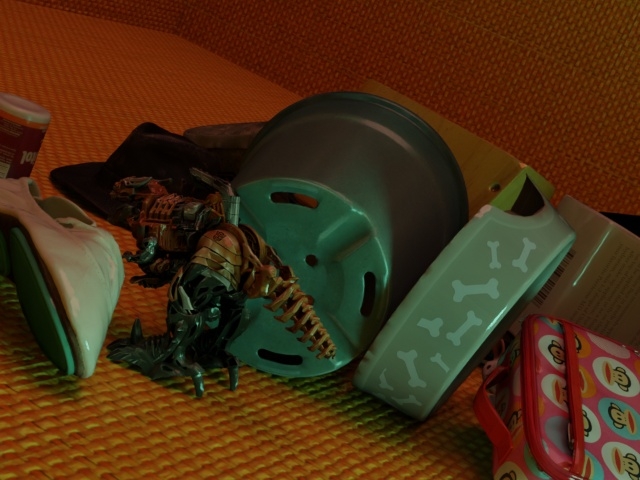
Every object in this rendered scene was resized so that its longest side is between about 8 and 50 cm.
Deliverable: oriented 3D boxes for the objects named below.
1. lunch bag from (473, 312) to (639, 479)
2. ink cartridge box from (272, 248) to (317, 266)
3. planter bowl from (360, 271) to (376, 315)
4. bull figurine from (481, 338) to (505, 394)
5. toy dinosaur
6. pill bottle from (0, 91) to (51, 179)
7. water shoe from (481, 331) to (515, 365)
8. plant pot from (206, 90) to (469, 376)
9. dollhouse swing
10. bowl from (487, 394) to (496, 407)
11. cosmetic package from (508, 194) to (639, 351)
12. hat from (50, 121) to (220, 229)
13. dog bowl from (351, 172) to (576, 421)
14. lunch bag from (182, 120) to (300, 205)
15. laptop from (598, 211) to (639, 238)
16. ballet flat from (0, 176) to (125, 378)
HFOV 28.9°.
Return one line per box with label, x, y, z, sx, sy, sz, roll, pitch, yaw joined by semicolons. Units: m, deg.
lunch bag;0.302;0.223;1.472;0.258;0.120;0.293;24;34;-10
ink cartridge box;-0.079;-0.014;2.100;0.179;0.045;0.145;23;12;-13
planter bowl;0.067;0.068;1.869;0.162;0.109;0.162;22;13;-5
bull figurine;0.375;0.217;1.744;0.310;0.101;0.188;21;-11;-31
toy dinosaur;-0.127;0.045;1.374;0.164;0.218;0.322;13;16;-40
pill bottle;-0.423;-0.114;1.651;0.086;0.152;0.086;22;13;-5
water shoe;0.281;0.176;1.941;0.203;0.073;0.080;39;-1;36
plant pot;0.000;0.000;1.607;0.341;0.341;0.334;25;20;7
dollhouse swing;0.181;-0.047;2.007;0.347;0.315;0.305;34;-17;37
bowl;0.283;0.259;1.599;0.142;0.053;0.142;17;15;-28
cosmetic package;0.518;0.142;1.936;0.453;0.230;0.161;30;8;-22
hat;-0.251;-0.112;1.976;0.331;0.134;0.331;21;15;-6
dog bowl;0.188;0.081;1.555;0.102;0.349;0.349;40;16;11
lunch bag;-0.081;-0.126;2.173;0.287;0.169;0.235;16;-6;-41
laptop;0.714;0.130;2.357;0.236;0.408;0.382;-10;3;-2
ballet flat;-0.292;0.014;1.361;0.139;0.139;0.400;13;13;-38
